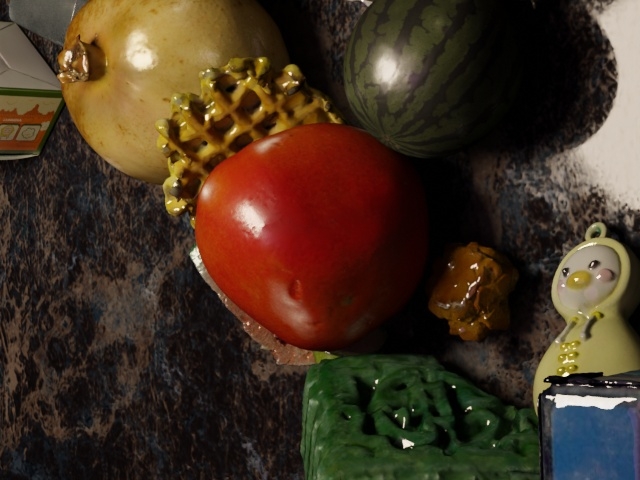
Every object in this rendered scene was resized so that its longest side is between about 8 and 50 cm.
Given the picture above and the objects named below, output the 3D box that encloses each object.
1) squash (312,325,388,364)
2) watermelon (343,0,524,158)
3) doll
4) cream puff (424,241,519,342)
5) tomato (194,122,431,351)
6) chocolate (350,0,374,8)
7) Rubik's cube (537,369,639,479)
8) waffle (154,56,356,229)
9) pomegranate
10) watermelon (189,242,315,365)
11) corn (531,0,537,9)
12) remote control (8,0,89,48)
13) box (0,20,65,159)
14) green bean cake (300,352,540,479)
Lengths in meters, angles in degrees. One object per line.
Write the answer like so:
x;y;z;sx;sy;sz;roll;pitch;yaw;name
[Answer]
0.034;0.174;1.784;0.105;0.105;0.132;29;128;38;squash
0.131;-0.202;1.581;0.212;0.212;0.212;3;94;42;watermelon
0.292;0.111;1.474;0.141;0.117;0.296;-24;55;42;doll
0.184;0.060;1.631;0.116;0.094;0.122;-33;47;35;cream puff
0.000;0.000;1.647;0.298;0.298;0.226;-61;28;26;tomato
0.070;-0.361;1.671;0.221;0.147;0.221;7;99;45;chocolate
0.429;0.290;1.239;0.362;0.363;0.359;-6;85;42;Rubik's cube
-0.072;-0.111;1.720;0.060;0.280;0.262;-115;28;-46;waffle
-0.202;-0.218;1.807;0.319;0.319;0.319;3;94;42;pomegranate
-0.063;0.073;1.839;0.094;0.154;0.241;-35;84;38;watermelon
0.141;-0.386;1.555;0.313;0.102;0.102;34;119;0;corn
-0.358;-0.334;2.129;0.377;0.044;0.107;29;107;37;remote control
-0.545;-0.246;2.213;0.195;0.177;0.148;50;124;28;box
0.133;0.252;1.585;0.308;0.300;0.169;-99;12;-65;green bean cake
